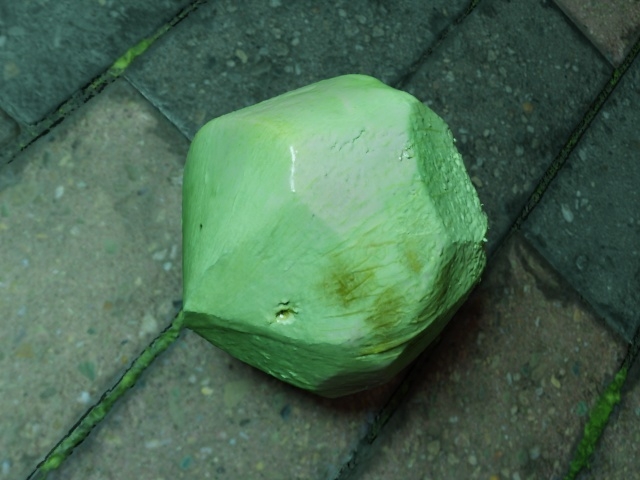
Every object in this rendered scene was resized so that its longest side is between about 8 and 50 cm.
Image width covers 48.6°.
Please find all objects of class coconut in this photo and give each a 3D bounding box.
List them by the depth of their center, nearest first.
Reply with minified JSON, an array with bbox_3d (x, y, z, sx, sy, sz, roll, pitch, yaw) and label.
[{"bbox_3d":[0.000,0.000,0.702,0.328,0.281,0.328,-19,121,-36],"label":"coconut"}]
